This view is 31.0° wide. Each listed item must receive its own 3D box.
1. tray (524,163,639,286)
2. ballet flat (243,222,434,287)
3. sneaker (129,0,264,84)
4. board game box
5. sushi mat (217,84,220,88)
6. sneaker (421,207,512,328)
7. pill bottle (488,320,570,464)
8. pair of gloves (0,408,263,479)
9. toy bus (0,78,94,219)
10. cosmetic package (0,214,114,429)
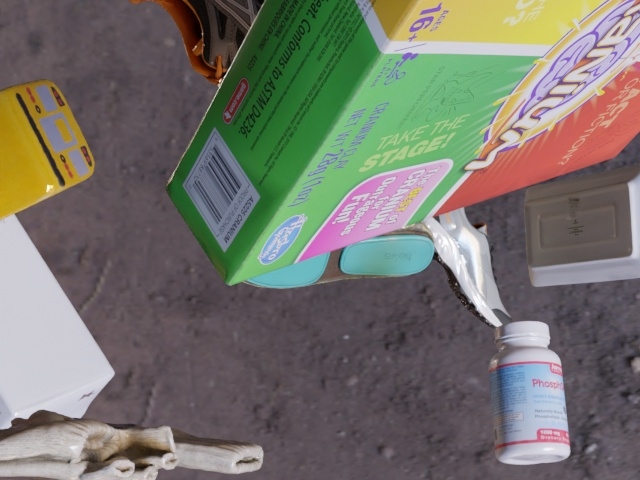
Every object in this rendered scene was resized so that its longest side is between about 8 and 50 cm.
[{"bbox_3d":[0.350,-0.017,1.533,0.270,0.030,0.145,-11,79,63],"label":"tray"},{"bbox_3d":[0.000,0.000,1.642,0.123,0.349,0.123,3,93,59],"label":"ballet flat"},{"bbox_3d":[-0.047,-0.134,0.806,0.215,0.083,0.084,46,162,-7],"label":"sneaker"},{"bbox_3d":[0.105,-0.107,0.566,0.064,0.317,0.242,56,139,19],"label":"board game box"},{"bbox_3d":[-0.082,-0.201,1.780,0.019,0.151,0.316,43,159,31],"label":"sushi mat"},{"bbox_3d":[0.260,0.041,1.943,0.271,0.108,0.100,57,174,-18],"label":"sneaker"},{"bbox_3d":[0.246,0.181,1.372,0.087,0.087,0.160,-19,64,40],"label":"pill bottle"},{"bbox_3d":[-0.169,0.138,0.785,0.204,0.240,0.042,-1,82,21],"label":"pair of gloves"},{"bbox_3d":[-0.391,-0.036,1.086,0.333,0.130,0.108,-23,99,15],"label":"toy bus"},{"bbox_3d":[-0.486,0.070,1.491,0.453,0.161,0.230,54,129,14],"label":"cosmetic package"}]
